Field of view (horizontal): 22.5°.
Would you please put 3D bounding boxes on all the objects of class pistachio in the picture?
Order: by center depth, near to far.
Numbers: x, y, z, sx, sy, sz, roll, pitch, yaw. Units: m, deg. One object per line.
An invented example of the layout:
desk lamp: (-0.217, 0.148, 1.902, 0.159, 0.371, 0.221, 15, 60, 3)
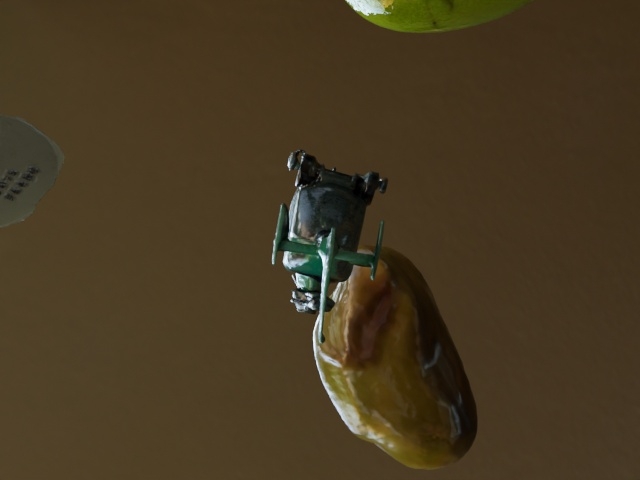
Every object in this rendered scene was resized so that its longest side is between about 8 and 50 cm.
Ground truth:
pistachio: (0.057, 0.091, 1.278, 0.100, 0.189, 0.110, -21, -168, 23)

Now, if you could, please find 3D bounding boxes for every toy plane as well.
toy plane: (0.000, 0.000, 0.934, 0.060, 0.235, 0.096, 16, -88, -3)

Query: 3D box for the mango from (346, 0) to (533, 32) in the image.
mango: (0.084, -0.181, 0.932, 0.163, 0.117, 0.089, -39, -178, 27)

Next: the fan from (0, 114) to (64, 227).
fan: (-0.416, -0.097, 1.643, 0.310, 0.010, 0.182, 19, -135, 11)
